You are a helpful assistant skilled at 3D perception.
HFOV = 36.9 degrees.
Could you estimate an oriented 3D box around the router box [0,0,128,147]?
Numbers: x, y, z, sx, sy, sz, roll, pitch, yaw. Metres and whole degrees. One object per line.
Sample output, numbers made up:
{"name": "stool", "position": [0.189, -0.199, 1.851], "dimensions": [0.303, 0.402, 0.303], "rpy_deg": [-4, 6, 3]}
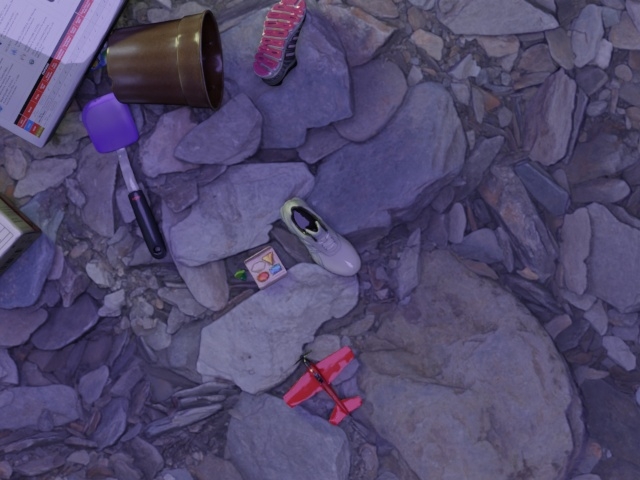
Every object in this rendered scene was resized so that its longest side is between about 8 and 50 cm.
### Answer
{"name": "router box", "position": [-0.501, -0.370, 1.555], "dimensions": [0.301, 0.082, 0.335], "rpy_deg": [31, 100, -13]}

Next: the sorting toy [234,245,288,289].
{"name": "sorting toy", "position": [-0.107, 0.055, 1.681], "dimensions": [0.083, 0.012, 0.062], "rpy_deg": [-31, 93, 0]}

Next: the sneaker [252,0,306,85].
{"name": "sneaker", "position": [-0.066, -0.336, 1.645], "dimensions": [0.063, 0.075, 0.170], "rpy_deg": [13, 69, 15]}

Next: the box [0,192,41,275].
{"name": "box", "position": [-0.613, -0.040, 1.608], "dimensions": [0.232, 0.127, 0.148], "rpy_deg": [44, 91, -2]}

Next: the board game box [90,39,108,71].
{"name": "board game box", "position": [-0.449, -0.372, 1.622], "dimensions": [0.136, 0.035, 0.201], "rpy_deg": [-24, 106, 1]}

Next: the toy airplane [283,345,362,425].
{"name": "toy airplane", "position": [0.011, 0.261, 1.684], "dimensions": [0.151, 0.028, 0.151], "rpy_deg": [0, 91, -2]}

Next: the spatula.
{"name": "spatula", "position": [-0.330, -0.106, 1.660], "dimensions": [0.084, 0.030, 0.296], "rpy_deg": [-20, 93, 1]}

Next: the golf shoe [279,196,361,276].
{"name": "golf shoe", "position": [0.000, 0.000, 1.646], "dimensions": [0.176, 0.086, 0.069], "rpy_deg": [42, 89, -4]}

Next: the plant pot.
{"name": "plant pot", "position": [-0.258, -0.294, 1.596], "dimensions": [0.165, 0.167, 0.167], "rpy_deg": [-2, 92, 6]}
